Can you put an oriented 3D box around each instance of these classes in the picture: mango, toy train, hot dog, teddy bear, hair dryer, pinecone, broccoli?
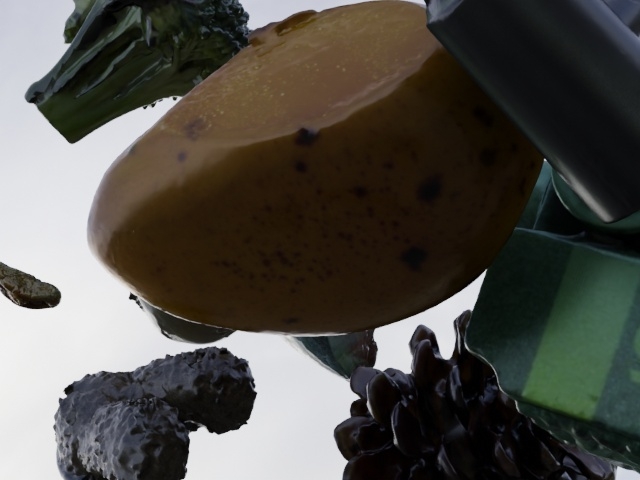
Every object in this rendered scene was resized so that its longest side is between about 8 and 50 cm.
[{"bbox_3d":[0.000,-0.029,0.721,0.291,0.159,0.191,-17,-50,5],"label":"mango"},{"bbox_3d":[0.246,0.040,0.760,0.167,0.299,0.238,35,-107,-59],"label":"toy train"},{"bbox_3d":[-0.336,0.056,1.304,0.090,0.034,0.030,24,-34,4],"label":"hot dog"},{"bbox_3d":[-0.142,0.158,0.870,0.182,0.129,0.251,-38,-19,-44],"label":"teddy bear"},{"bbox_3d":[0.156,-0.150,0.656,0.078,0.195,0.248,-38,6,48],"label":"hair dryer"},{"bbox_3d":[0.154,0.177,1.086,0.264,0.264,0.264,-18,-37,-14],"label":"pinecone"},{"bbox_3d":[-0.206,-0.213,1.226,0.243,0.263,0.247,-42,-18,-5],"label":"broccoli"}]

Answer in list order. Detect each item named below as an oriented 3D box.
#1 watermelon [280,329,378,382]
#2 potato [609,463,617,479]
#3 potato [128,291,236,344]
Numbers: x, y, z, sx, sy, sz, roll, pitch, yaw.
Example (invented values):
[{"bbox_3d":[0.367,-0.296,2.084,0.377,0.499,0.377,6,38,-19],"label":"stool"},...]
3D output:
[{"bbox_3d":[0.000,0.000,1.381,0.214,0.289,0.319,-28,-62,-20],"label":"watermelon"},{"bbox_3d":[0.298,0.310,1.504,0.248,0.143,0.169,-47,-1,-46],"label":"potato"},{"bbox_3d":[-0.083,-0.031,1.037,0.141,0.191,0.296,7,-46,-30],"label":"potato"}]
